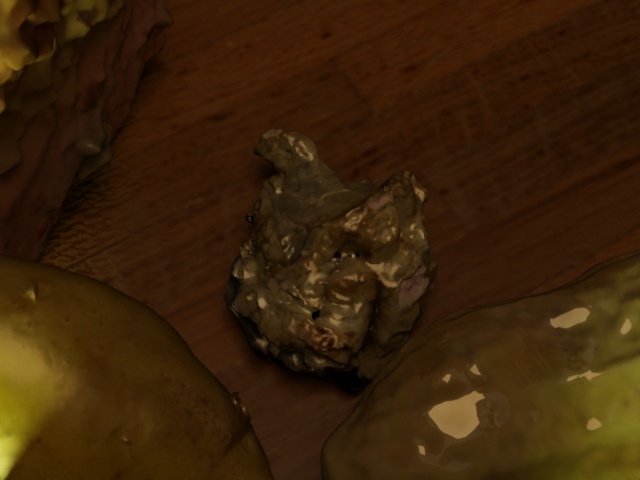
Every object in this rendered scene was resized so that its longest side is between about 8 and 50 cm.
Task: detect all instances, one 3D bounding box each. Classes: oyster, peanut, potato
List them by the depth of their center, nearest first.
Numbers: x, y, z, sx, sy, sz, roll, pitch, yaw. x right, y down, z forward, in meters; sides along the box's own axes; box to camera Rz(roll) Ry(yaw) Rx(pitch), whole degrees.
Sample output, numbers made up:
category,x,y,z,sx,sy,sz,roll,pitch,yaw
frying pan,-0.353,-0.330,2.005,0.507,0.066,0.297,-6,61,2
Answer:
category,x,y,z,sx,sy,sz,roll,pitch,yaw
potato,-0.145,0.107,0.655,0.300,0.173,0.140,33,18,-9
peanut,0.148,0.096,0.736,0.313,0.149,0.149,-18,63,-13
oyster,0.000,0.000,0.810,0.163,0.081,0.191,-32,64,-17

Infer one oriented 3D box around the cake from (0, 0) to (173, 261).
category,x,y,z,sx,sy,sz,roll,pitch,yaw
cake,-0.273,-0.168,0.753,0.293,0.307,0.314,23,61,13
